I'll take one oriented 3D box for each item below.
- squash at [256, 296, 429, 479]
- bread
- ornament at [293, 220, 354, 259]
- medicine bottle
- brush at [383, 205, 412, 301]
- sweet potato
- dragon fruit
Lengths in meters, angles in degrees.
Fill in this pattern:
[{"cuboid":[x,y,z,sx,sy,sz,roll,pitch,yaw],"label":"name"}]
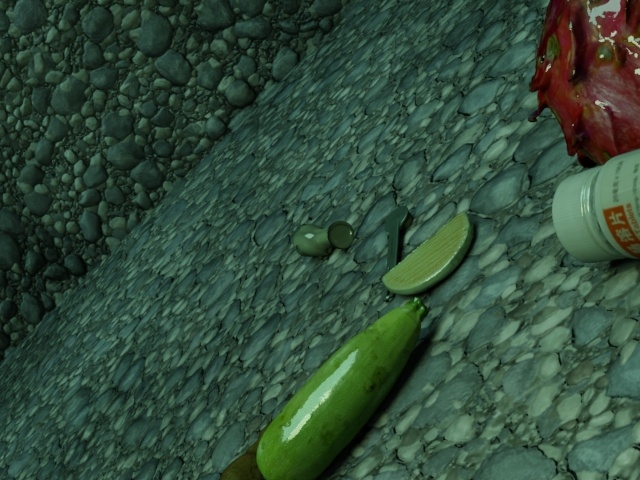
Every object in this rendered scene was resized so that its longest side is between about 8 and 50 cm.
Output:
[{"cuboid":[0.043,0.234,1.609,0.370,0.118,0.118,-47,19,-5],"label":"squash"},{"cuboid":[0.197,0.039,1.779,0.193,0.036,0.112,-41,25,8],"label":"bread"},{"cuboid":[0.000,0.000,2.214,0.075,0.081,0.156,-20,4,-36],"label":"ornament"},{"cuboid":[0.426,-0.051,1.312,0.252,0.144,0.144,-12,40,55],"label":"medicine bottle"},{"cuboid":[0.139,0.027,1.947,0.062,0.027,0.266,-35,27,32],"label":"brush"},{"cuboid":[-0.116,0.384,1.722,0.075,0.075,0.269,-32,11,37],"label":"sweet potato"},{"cuboid":[0.433,-0.289,1.458,0.371,0.249,0.386,-59,-7,0],"label":"dragon fruit"}]
